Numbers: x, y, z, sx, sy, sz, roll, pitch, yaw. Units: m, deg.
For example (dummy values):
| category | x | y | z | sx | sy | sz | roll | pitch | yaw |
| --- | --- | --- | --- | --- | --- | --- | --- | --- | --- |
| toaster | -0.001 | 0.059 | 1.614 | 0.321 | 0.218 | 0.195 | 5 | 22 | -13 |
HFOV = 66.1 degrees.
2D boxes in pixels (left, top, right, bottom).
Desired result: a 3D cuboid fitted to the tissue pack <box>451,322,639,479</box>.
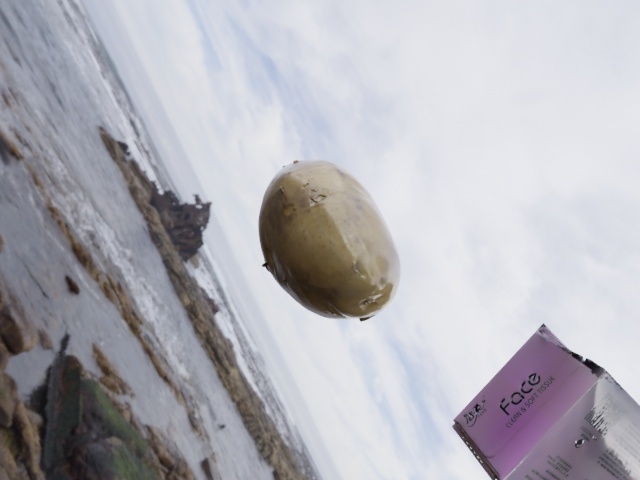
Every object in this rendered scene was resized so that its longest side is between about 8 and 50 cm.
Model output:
| category | x | y | z | sx | sy | sz | roll | pitch | yaw |
| --- | --- | --- | --- | --- | --- | --- | --- | --- | --- |
| tissue pack | 0.278 | 0.224 | 0.534 | 0.246 | 0.148 | 0.092 | 40 | 4 | -26 |

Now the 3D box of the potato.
| category | x | y | z | sx | sy | sz | roll | pitch | yaw |
| --- | --- | --- | --- | --- | --- | --- | --- | --- | --- |
| potato | 0.001 | 0.004 | 0.507 | 0.235 | 0.128 | 0.161 | -121 | -166 | -45 |
